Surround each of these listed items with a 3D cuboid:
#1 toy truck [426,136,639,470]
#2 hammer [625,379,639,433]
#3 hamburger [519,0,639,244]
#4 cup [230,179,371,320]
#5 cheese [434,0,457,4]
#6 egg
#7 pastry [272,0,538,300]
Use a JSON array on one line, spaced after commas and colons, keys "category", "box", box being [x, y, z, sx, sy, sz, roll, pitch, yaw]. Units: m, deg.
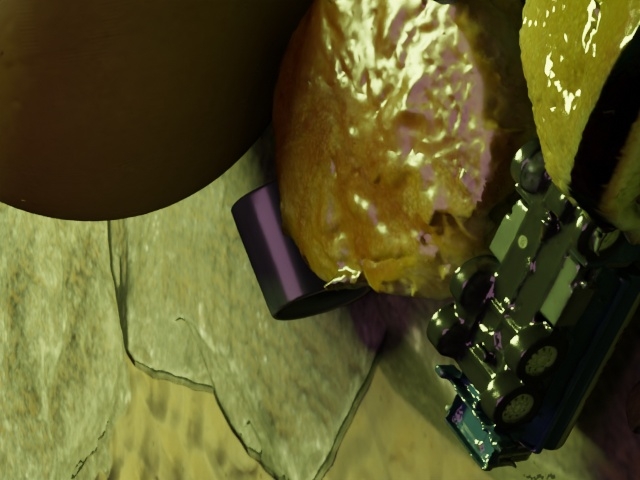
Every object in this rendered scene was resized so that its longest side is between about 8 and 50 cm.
[{"category": "toy truck", "box": [0.122, 0.032, 0.905, 0.074, 0.088, 0.202, 54, 133, 42]}, {"category": "hammer", "box": [0.232, 0.019, 0.741, 0.365, 0.043, 0.111, -46, 18, 59]}, {"category": "hamburger", "box": [0.193, -0.142, 0.675, 0.192, 0.167, 0.288, -91, 20, -44]}, {"category": "cup", "box": [0.000, 0.000, 1.132, 0.100, 0.078, 0.077, -25, 74, 25]}, {"category": "cheese", "box": [0.108, -0.226, 0.883, 0.235, 0.050, 0.127, -65, 29, 6]}, {"category": "egg", "box": [-0.151, -0.199, 1.132, 0.301, 0.301, 0.374, -8, 85, 59]}, {"category": "pastry", "box": [0.052, -0.056, 1.003, 0.229, 0.100, 0.218, -49, 55, 44]}]
